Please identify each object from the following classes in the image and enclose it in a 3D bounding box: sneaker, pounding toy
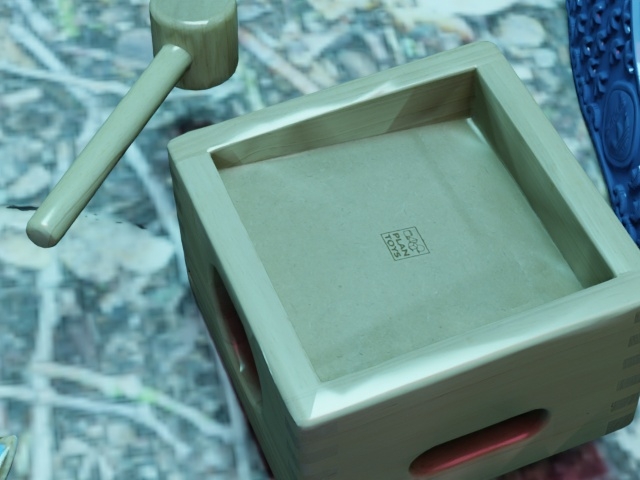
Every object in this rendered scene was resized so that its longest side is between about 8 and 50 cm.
[{"bbox_3d":[0.164,-0.059,0.595,0.090,0.081,0.232,-2,66,-12],"label":"sneaker"},{"bbox_3d":[-0.011,-0.001,0.530,0.181,0.094,0.206,-19,53,-12],"label":"pounding toy"}]

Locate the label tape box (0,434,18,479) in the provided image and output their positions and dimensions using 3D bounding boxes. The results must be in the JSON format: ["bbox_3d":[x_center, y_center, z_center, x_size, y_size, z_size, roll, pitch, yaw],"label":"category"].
[{"bbox_3d":[-0.247,0.145,0.346,0.333,0.106,0.241,8,57,16],"label":"label tape box"}]
